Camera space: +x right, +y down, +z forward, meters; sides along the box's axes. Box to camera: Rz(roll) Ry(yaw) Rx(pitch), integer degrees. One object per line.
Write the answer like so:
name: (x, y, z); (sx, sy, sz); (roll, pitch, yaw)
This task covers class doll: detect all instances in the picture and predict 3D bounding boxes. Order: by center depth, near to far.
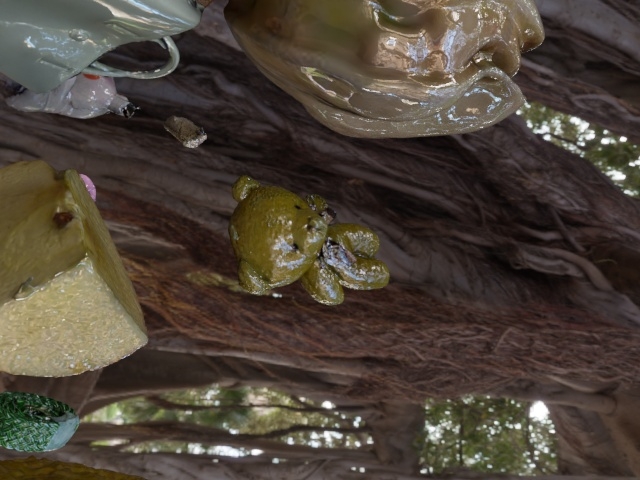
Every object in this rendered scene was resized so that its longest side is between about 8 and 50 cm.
doll: (0.000, 0.000, 0.575); (0.097, 0.210, 0.137); (-29, -119, 47)
doll: (-0.401, -0.240, 0.815); (0.149, 0.192, 0.095); (25, -73, 35)

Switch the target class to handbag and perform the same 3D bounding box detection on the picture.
handbag: (-0.257, -0.217, 0.500); (0.315, 0.242, 0.109); (33, 48, -61)

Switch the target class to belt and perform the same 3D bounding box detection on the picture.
belt: (-0.503, 0.322, 0.906); (0.121, 0.151, 0.079); (21, -95, 40)

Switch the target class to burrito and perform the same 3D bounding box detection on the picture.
burrito: (-0.282, -0.228, 1.082); (0.171, 0.051, 0.042); (40, -28, 48)

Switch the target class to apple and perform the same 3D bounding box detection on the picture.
apple: (-0.416, 0.028, 0.796); (0.309, 0.314, 0.252); (46, -64, 41)

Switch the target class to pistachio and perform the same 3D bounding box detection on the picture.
pistachio: (0.077, -0.249, 0.627); (0.445, 0.366, 0.281); (-48, 155, -66)

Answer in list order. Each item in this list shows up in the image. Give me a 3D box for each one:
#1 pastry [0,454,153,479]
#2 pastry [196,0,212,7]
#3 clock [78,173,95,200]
pastry: (-0.222, 0.259, 0.449); (0.235, 0.240, 0.131); (74, 20, -61)
pastry: (-0.221, -0.378, 0.627); (0.163, 0.356, 0.356); (56, -22, -3)
clock: (-0.654, -0.062, 1.374); (0.195, 0.100, 0.193); (-126, -132, -65)
